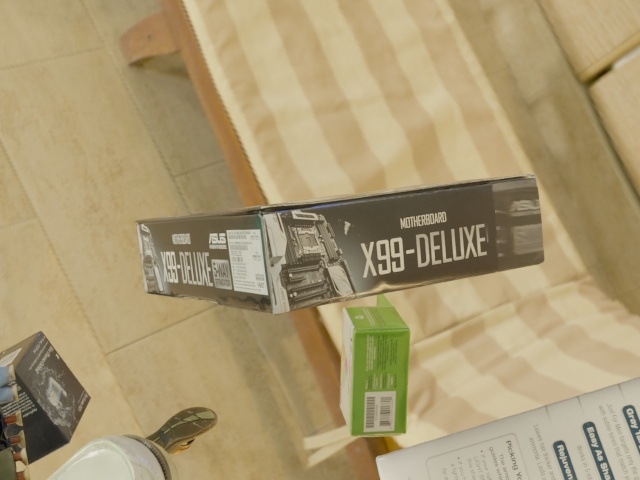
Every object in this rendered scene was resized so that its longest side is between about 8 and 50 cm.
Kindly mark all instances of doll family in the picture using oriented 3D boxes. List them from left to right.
[{"bbox_3d":[-0.347,0.205,0.846,0.111,0.076,0.193,-9,60,-19],"label":"doll family"}]

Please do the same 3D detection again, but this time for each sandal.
[{"bbox_3d":[-0.272,0.373,1.621,0.180,0.072,0.049,-34,132,-10],"label":"sandal"}]

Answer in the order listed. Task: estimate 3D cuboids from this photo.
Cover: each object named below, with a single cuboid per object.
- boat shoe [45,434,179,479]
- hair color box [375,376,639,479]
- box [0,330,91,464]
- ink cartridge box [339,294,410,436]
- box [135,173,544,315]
[{"bbox_3d":[-0.190,0.237,0.476,0.302,0.113,0.103,-59,141,-12],"label":"boat shoe"},{"bbox_3d":[0.250,0.274,0.924,0.105,0.347,0.174,51,22,-57],"label":"hair color box"},{"bbox_3d":[-0.485,0.263,1.467,0.158,0.093,0.156,60,9,-17],"label":"box"},{"bbox_3d":[0.081,0.204,1.520,0.096,0.255,0.189,-1,103,-8],"label":"ink cartridge box"},{"bbox_3d":[0.000,0.000,0.758,0.242,0.307,0.077,-9,94,-27],"label":"box"}]
